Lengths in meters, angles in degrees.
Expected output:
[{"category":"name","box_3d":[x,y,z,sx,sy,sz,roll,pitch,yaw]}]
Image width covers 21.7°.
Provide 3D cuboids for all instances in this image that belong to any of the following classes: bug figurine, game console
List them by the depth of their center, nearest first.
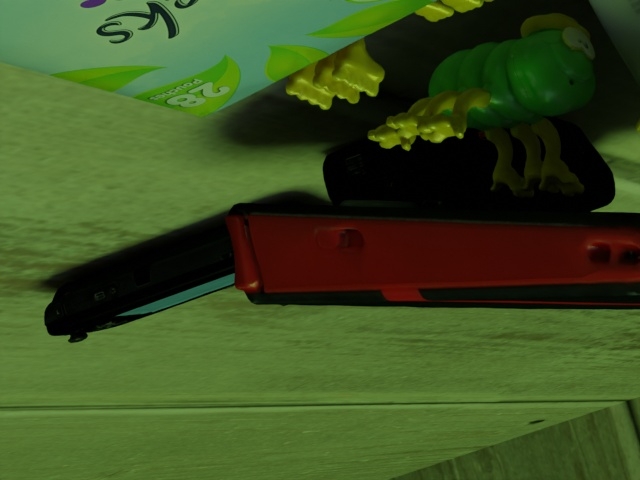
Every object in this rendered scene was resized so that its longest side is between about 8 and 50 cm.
[{"category":"bug figurine","box_3d":[0.070,-0.088,0.620,0.279,0.072,0.216,22,161,-35]},{"category":"game console","box_3d":[0.180,0.006,0.855,0.387,0.060,0.342,2,176,-35]},{"category":"game console","box_3d":[0.000,0.000,1.066,0.361,0.044,0.213,-19,165,18]}]

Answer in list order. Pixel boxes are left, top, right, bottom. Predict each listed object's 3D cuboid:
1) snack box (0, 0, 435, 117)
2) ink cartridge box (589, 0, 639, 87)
[{"category":"snack box","box_3d":[-0.015,-0.108,0.371,0.207,0.070,0.174,-21,160,34]},{"category":"ink cartridge box","box_3d":[0.253,-0.168,0.677,0.308,0.091,0.385,-20,148,19]}]
